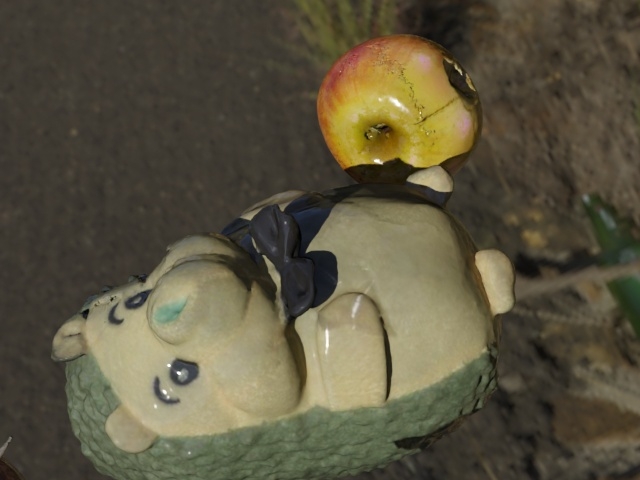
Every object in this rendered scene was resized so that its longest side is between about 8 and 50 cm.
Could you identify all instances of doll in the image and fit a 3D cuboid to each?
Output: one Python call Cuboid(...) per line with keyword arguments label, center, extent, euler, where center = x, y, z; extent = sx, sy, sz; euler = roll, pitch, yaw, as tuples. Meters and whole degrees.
Cuboid(label="doll", center=(-0.026, 0.072, 1.249), extent=(0.349, 0.247, 0.247), euler=(-20, 32, -14))

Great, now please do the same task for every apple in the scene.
Cuboid(label="apple", center=(0.070, -0.111, 1.424), extent=(0.146, 0.146, 0.146), euler=(-21, 36, 16))

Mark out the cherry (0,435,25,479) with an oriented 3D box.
Cuboid(label="cherry", center=(-0.433, 0.333, 1.854), extent=(0.285, 0.236, 0.213), euler=(-48, 68, 8))
